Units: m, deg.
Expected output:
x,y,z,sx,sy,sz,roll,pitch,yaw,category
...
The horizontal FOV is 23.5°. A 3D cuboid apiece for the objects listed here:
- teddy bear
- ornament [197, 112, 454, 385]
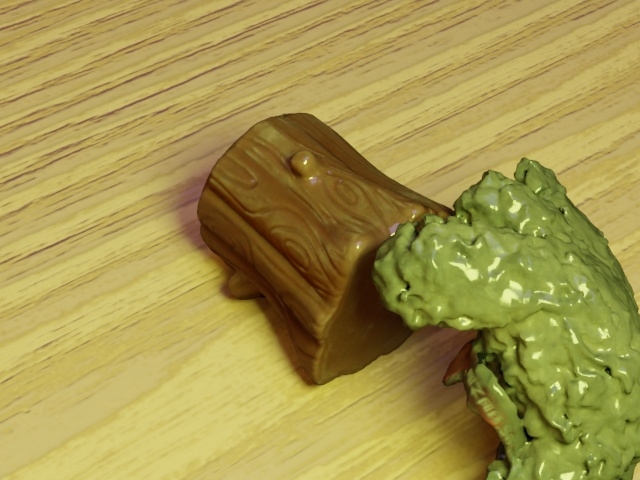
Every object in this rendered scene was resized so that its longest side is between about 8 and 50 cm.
x,y,z,sx,sy,sz,roll,pitch,yaw,category
0.217,0.087,1.516,0.225,0.357,0.367,-20,12,15,teddy bear
0.000,0.000,1.584,0.217,0.221,0.235,42,9,29,ornament
